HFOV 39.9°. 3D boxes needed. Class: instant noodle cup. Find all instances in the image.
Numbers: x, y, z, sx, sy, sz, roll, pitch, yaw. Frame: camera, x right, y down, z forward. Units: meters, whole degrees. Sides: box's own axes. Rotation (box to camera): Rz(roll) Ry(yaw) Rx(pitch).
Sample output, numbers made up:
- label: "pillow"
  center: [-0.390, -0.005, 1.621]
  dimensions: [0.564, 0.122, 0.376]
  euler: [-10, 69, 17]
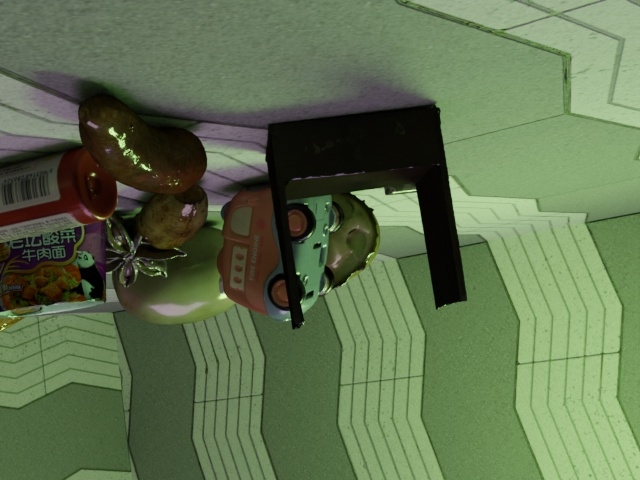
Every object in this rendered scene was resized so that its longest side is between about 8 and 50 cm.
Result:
- label: "instant noodle cup"
  center: [-0.468, 0.026, 1.482]
  dimensions: [0.251, 0.190, 0.251]
  euler: [-9, 174, -1]

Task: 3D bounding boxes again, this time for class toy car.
- label: "toy car"
  center: [-0.090, 0.007, 1.635]
  dimensions: [0.212, 0.271, 0.180]
  euler: [12, -170, 19]

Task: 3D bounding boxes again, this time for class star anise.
- label: "star anise"
  center: [-0.395, 0.020, 1.766]
  dimensions: [0.196, 0.073, 0.212]
  euler: [-26, 135, 19]

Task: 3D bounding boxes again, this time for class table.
- label: "table"
  center: [0.059, -0.026, 1.301]
  dimensions: [0.250, 0.282, 0.196]
  euler: [-8, 173, -7]

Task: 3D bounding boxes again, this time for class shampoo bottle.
- label: "shampoo bottle"
  center: [-0.429, -0.054, 1.231]
  dimensions: [0.278, 0.104, 0.104]
  euler: [-10, 173, 18]

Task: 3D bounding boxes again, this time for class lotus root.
- label: "lotus root"
  center: [-0.270, -0.041, 1.595]
  dimensions: [0.110, 0.097, 0.258]
  euler: [-3, 168, -23]

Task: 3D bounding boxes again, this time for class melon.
- label: "melon"
  center: [-0.311, 0.078, 2.006]
  dimensions: [0.316, 0.223, 0.223]
  euler: [-11, 175, -22]

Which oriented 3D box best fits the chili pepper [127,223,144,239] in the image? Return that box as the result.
- label: "chili pepper"
  center: [-0.406, -0.007, 1.853]
  dimensions: [0.224, 0.061, 0.098]
  euler: [-11, 173, 14]

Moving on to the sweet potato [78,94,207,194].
- label: "sweet potato"
  center: [-0.224, -0.110, 1.067]
  dimensions: [0.097, 0.097, 0.292]
  euler: [-10, 172, 17]

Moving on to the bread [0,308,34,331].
- label: "bread"
  center: [-0.669, 0.099, 1.754]
  dimensions: [0.328, 0.148, 0.337]
  euler: [-35, -178, 44]

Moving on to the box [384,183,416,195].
- label: "box"
  center: [0.163, -0.118, 1.613]
  dimensions: [0.098, 0.062, 0.045]
  euler: [-9, 178, -17]

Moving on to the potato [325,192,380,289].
- label: "potato"
  center: [0.000, 0.000, 1.812]
  dimensions: [0.285, 0.243, 0.242]
  euler: [-25, 169, 14]
